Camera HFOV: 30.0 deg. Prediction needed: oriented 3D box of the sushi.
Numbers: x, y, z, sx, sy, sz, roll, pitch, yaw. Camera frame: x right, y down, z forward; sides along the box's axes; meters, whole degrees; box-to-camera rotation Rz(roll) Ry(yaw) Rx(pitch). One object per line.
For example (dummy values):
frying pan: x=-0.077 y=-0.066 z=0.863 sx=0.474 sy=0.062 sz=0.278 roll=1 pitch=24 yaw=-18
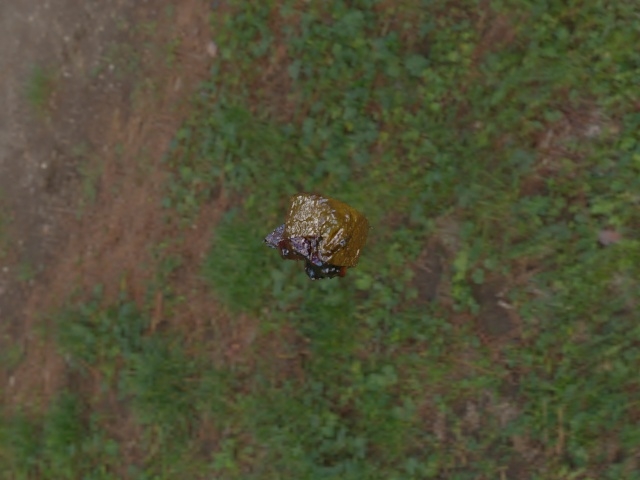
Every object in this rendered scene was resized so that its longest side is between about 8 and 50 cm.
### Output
sushi: x=0.000 y=0.000 z=0.681 sx=0.047 sy=0.050 sz=0.099 roll=-63 pitch=11 yaw=-8
